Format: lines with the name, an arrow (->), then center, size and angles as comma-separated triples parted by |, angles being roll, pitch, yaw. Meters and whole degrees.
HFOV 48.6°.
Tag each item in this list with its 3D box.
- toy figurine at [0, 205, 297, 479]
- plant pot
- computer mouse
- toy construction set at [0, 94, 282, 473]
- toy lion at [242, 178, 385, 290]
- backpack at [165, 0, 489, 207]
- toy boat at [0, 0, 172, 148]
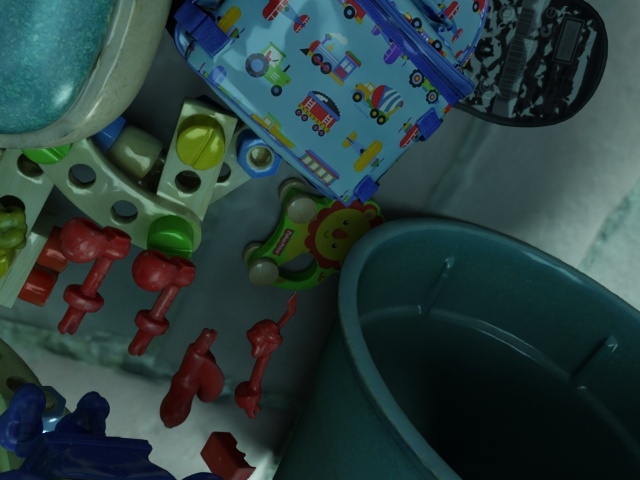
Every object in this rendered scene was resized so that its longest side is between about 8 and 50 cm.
toy figurine -> -0.107, 0.120, 0.333 | 0.363, 0.217, 0.191 | 25, 101, -47
plant pot -> 0.103, 0.216, 0.553 | 0.341, 0.341, 0.334 | 16, 122, -18
computer mouse -> 0.071, -0.176, 0.476 | 0.262, 0.060, 0.184 | 3, 110, -9
toy construction set -> -0.184, 0.017, 0.487 | 0.215, 0.151, 0.327 | 26, 100, -22
toy lion -> 0.000, 0.000, 0.570 | 0.096, 0.034, 0.100 | 21, 113, -28
backpack -> 0.021, -0.127, 0.391 | 0.173, 0.117, 0.158 | -43, 118, 4
toy boat -> -0.180, -0.210, 0.325 | 0.268, 0.148, 0.318 | 18, 101, 23
